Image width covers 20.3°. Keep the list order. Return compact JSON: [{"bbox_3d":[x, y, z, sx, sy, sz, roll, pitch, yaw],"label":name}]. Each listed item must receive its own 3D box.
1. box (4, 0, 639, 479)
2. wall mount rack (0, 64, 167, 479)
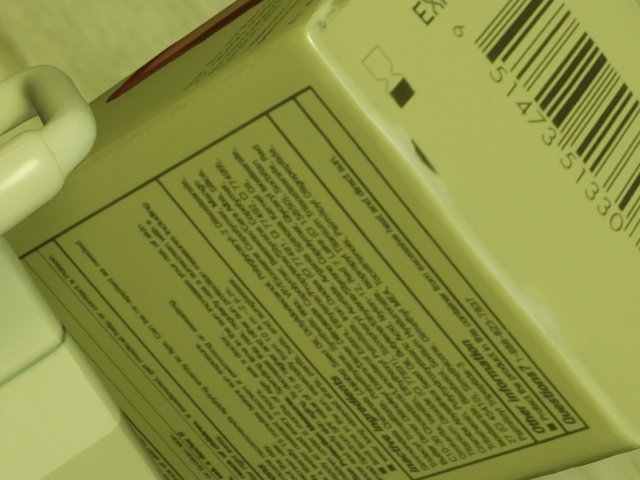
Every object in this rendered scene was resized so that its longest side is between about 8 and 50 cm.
[{"bbox_3d":[0.000,0.000,0.572,0.148,0.232,0.127,50,49,-13],"label":"box"},{"bbox_3d":[-0.140,0.121,0.478,0.304,0.130,0.350,-33,111,-3],"label":"wall mount rack"}]
